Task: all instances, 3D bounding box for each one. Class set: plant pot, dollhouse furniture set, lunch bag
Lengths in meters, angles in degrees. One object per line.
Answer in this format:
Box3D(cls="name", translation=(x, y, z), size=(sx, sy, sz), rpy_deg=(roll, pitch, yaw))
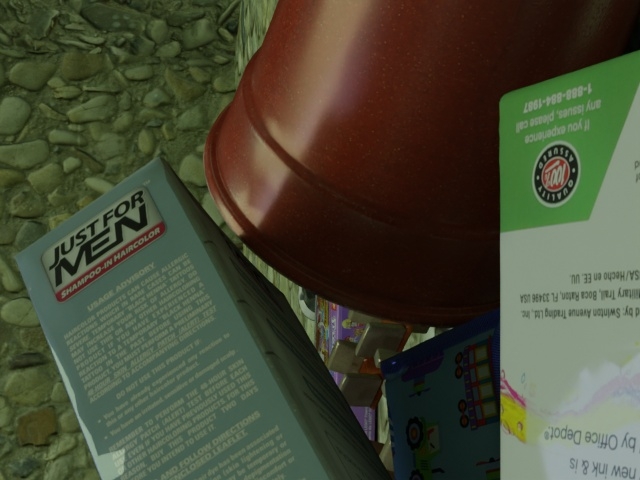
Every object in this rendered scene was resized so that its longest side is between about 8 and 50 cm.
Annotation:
Box3D(cls="plant pot", translation=(0.081, -0.132, 0.743), size=(0.272, 0.272, 0.265), rpy_deg=(-99, 21, -47))
Box3D(cls="dollhouse furniture set", translation=(0.085, 0.222, 1.144), size=(0.262, 0.135, 0.259), rpy_deg=(-101, 26, -52))
Box3D(cls="lunch bag", translation=(0.163, 0.141, 0.643), size=(0.293, 0.138, 0.221), rpy_deg=(138, 132, -59))

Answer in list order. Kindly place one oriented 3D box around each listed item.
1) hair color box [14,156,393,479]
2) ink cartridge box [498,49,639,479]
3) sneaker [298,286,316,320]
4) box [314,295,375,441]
Box3D(cls="hair color box", translation=(-0.026, 0.146, 0.630), size=(0.374, 0.113, 0.185), rpy_deg=(58, -177, 38))
Box3D(cls="ink cartridge box", translation=(0.167, 0.068, 0.422), size=(0.201, 0.117, 0.278), rpy_deg=(170, 101, -64))
Box3D(cls="sneaker", translation=(0.000, 0.000, 1.757), size=(0.106, 0.078, 0.234), rpy_deg=(123, 143, -68))
Box3D(cls="box", translation=(0.032, 0.190, 1.575), size=(0.201, 0.057, 0.293), rpy_deg=(-171, 82, -81))
